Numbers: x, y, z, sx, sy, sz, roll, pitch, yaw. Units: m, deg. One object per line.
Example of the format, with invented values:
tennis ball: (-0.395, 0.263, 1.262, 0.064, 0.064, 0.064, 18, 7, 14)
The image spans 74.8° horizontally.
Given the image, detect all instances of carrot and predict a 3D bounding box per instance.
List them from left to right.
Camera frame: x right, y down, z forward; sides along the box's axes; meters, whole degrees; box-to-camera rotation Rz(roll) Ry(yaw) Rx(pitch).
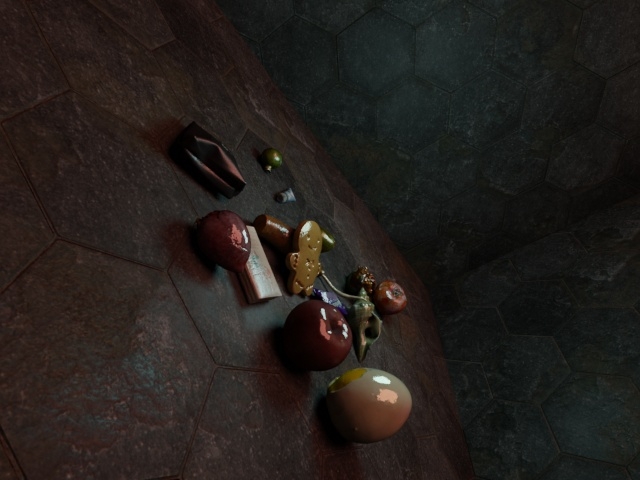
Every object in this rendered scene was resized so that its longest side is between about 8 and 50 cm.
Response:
carrot: (-0.177, -0.015, 1.955, 0.302, 0.139, 0.138, 34, 33, -46)

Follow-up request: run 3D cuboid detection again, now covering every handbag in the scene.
handbag: (-0.454, -0.360, 1.770, 0.342, 0.152, 0.287, 44, 15, -38)

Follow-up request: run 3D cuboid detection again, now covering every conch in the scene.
conch: (0.234, 0.446, 2.258, 0.169, 0.204, 0.385, 84, 5, -82)

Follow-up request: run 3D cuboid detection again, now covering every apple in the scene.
apple: (-0.020, 0.378, 1.658, 0.306, 0.235, 0.305, 45, 25, -28)

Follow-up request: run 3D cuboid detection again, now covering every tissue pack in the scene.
tissue pack: (-0.275, 0.089, 1.676, 0.170, 0.071, 0.325, 6, 58, -63)

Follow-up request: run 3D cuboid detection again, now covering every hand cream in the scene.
hand cream: (-0.191, -0.250, 2.348, 0.088, 0.055, 0.256, 63, 14, -5)

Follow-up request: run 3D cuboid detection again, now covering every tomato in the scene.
tomato: (0.453, 0.390, 2.782, 0.232, 0.188, 0.231, 15, 52, -20)

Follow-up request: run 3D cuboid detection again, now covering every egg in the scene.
egg: (0.195, 0.652, 1.667, 0.283, 0.346, 0.282, 175, -90, -83)

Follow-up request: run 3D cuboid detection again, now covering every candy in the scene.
candy: (0.049, 0.308, 2.113, 0.275, 0.070, 0.145, 28, 28, -58)

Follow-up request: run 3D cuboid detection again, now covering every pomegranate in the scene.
pomegranate: (-0.277, -0.450, 2.323, 0.130, 0.130, 0.130, 48, 24, -30)

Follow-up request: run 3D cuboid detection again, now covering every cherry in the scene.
cherry: (-0.337, 0.007, 1.508, 0.249, 0.175, 0.192, 63, 8, 10)

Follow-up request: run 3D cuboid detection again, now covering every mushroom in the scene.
mushroom: (0.105, 0.257, 2.226, 0.306, 0.068, 0.043, 35, 48, 4)

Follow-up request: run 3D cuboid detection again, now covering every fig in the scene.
fig: (0.000, 0.000, 2.318, 0.166, 0.154, 0.144, 30, 63, 10)

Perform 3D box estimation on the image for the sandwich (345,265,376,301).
sandwich: (0.233, 0.261, 2.486, 0.301, 0.162, 0.250, 89, -5, -69)

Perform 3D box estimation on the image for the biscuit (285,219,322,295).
biscuit: (-0.065, 0.081, 1.958, 0.275, 0.052, 0.354, 28, 70, -57)
